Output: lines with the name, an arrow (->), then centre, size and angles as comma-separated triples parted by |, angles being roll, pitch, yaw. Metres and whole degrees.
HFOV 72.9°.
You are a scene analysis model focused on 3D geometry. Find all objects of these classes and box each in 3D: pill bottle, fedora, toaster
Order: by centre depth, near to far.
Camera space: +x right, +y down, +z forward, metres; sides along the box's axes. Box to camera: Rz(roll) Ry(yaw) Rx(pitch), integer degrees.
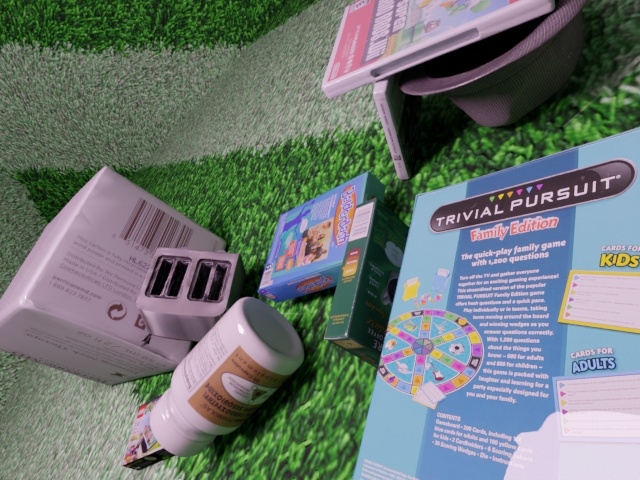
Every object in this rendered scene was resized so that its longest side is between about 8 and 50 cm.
fedora -> 0.245, -0.248, 0.572 | 0.243, 0.124, 0.276 | 1, 56, 51
pill bottle -> -0.143, 0.206, 0.644 | 0.229, 0.131, 0.131 | -47, 33, 12
toaster -> -0.243, 0.104, 0.825 | 0.110, 0.167, 0.186 | 94, -179, -51

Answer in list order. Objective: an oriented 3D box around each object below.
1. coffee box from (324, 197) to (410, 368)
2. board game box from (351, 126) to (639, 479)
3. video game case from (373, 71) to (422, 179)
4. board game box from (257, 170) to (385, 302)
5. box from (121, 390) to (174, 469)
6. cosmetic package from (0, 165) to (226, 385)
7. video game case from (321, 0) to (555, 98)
coffee box -> 0.072, 0.053, 0.526 | 0.040, 0.113, 0.184 | -16, 49, 43
board game box -> 0.168, 0.092, 0.363 | 0.253, 0.079, 0.336 | -14, 52, 53
video game case -> 0.124, -0.222, 0.667 | 0.022, 0.173, 0.191 | 0, 57, 24
board game box -> 0.000, 0.000, 0.679 | 0.210, 0.047, 0.160 | -22, 44, 42
box -> -0.279, 0.334, 0.791 | 0.206, 0.036, 0.114 | -34, 37, 30
cosmetic package -> -0.491, 0.110, 1.002 | 0.393, 0.329, 0.328 | -24, 43, 40
video game case -> 0.141, -0.306, 0.570 | 0.284, 0.025, 0.204 | -10, 52, 34
